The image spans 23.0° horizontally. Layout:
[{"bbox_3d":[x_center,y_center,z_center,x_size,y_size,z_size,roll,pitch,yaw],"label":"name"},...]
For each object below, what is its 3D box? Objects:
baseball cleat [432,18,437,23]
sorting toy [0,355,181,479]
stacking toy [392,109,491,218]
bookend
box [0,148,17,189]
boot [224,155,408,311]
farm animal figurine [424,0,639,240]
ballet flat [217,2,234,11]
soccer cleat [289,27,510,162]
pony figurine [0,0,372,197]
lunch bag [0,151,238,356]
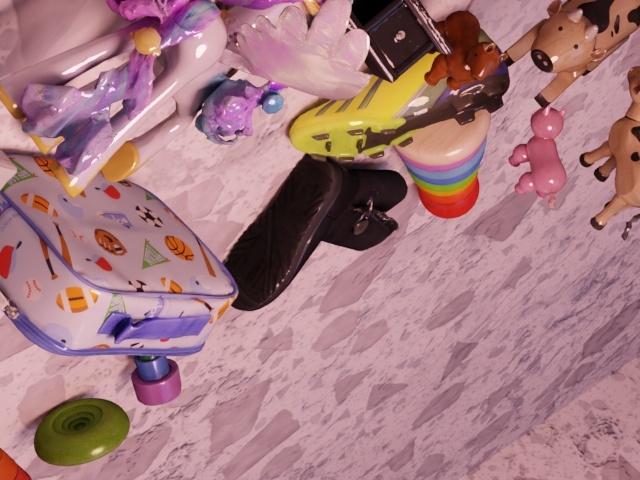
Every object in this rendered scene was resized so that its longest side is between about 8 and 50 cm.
[{"bbox_3d":[0.089,-0.269,1.855,0.206,0.072,0.109,-15,138,-51],"label":"baseball cleat"},{"bbox_3d":[-0.338,0.215,2.004,0.365,0.127,0.126,-31,123,-30],"label":"sorting toy"},{"bbox_3d":[0.172,-0.119,2.165,0.141,0.141,0.330,-40,161,-5],"label":"stacking toy"},{"bbox_3d":[0.036,-0.227,1.745,0.157,0.072,0.156,-39,114,-6],"label":"bookend"},{"bbox_3d":[-0.368,-0.065,1.490,0.101,0.087,0.102,-49,155,13],"label":"box"},{"bbox_3d":[0.000,0.000,2.120,0.207,0.094,0.246,12,116,-56],"label":"boot"},{"bbox_3d":[0.307,-0.211,1.859,0.172,0.330,0.327,-42,-166,50],"label":"farm animal figurine"},{"bbox_3d":[-0.106,-0.216,1.678,0.173,0.049,0.057,-46,154,7],"label":"ballet flat"},{"bbox_3d":[0.094,-0.185,1.973,0.289,0.121,0.093,-18,158,-3],"label":"soccer cleat"},{"bbox_3d":[-0.122,-0.195,1.480,0.363,0.303,0.351,-35,175,-5],"label":"pony figurine"},{"bbox_3d":[-0.237,0.025,1.641,0.115,0.243,0.303,-52,154,19],"label":"lunch bag"}]
